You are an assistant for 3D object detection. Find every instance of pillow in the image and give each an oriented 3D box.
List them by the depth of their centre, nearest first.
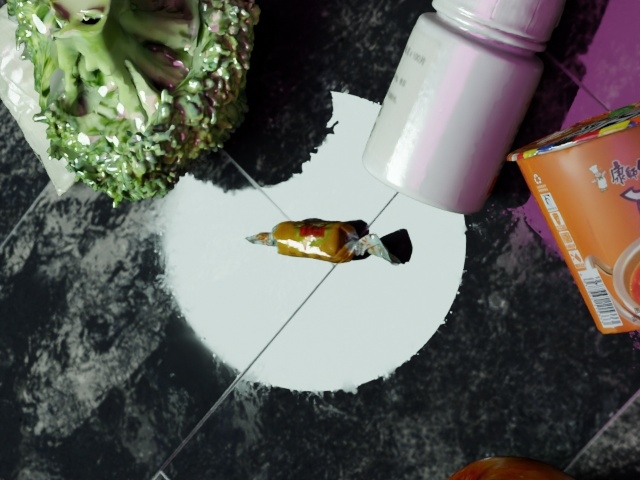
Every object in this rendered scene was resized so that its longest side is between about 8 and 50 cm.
[{"bbox_3d":[-0.311,-0.182,2.158,0.148,0.050,0.229,-41,78,23],"label":"pillow"}]

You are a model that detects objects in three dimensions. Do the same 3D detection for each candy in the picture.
[{"bbox_3d":[0.000,0.000,2.022,0.182,0.053,0.046,7,89,23],"label":"candy"}]

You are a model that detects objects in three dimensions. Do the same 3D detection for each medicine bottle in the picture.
[{"bbox_3d":[0.148,-0.164,1.887,0.144,0.144,0.252,29,108,21],"label":"medicine bottle"}]

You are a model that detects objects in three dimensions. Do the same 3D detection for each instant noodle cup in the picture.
[{"bbox_3d":[0.323,-0.033,1.768,0.250,0.250,0.192,-17,94,26],"label":"instant noodle cup"}]

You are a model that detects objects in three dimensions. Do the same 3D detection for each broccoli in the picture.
[{"bbox_3d":[-0.192,-0.233,1.981,0.302,0.249,0.375,145,118,-69],"label":"broccoli"}]

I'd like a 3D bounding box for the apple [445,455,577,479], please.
[{"bbox_3d":[0.181,0.364,1.833,0.288,0.288,0.317,-34,92,24],"label":"apple"}]
